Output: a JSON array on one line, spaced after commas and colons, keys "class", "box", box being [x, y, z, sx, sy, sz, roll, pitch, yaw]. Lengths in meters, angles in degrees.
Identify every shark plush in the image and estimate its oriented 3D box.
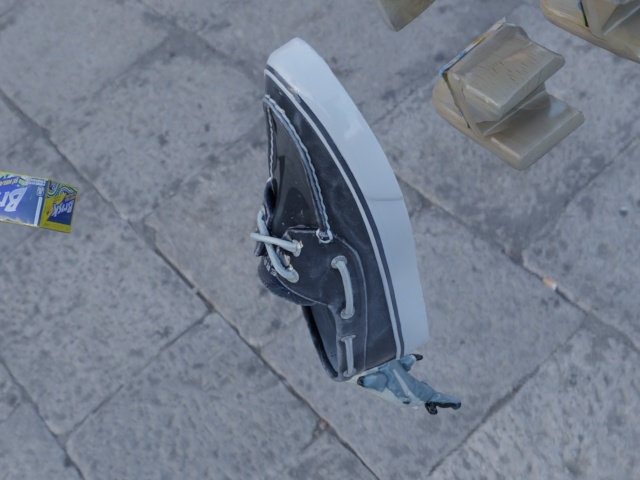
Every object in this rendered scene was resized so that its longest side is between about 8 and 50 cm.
[{"class": "shark plush", "box": [0.096, 0.153, 0.926, 0.161, 0.073, 0.067, 27, 79, -5]}]

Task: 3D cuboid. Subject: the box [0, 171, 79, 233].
[{"class": "box", "box": [-0.356, -0.048, 0.905, 0.169, 0.059, 0.054, 8, 86, 19]}]

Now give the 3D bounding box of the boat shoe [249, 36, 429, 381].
[{"class": "boat shoe", "box": [0.000, 0.000, 0.591, 0.102, 0.301, 0.108, -30, 49, -9]}]

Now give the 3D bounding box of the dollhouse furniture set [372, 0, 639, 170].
[{"class": "dollhouse furniture set", "box": [0.163, -0.337, 0.621, 0.394, 0.362, 0.256, -40, 44, -2]}]
